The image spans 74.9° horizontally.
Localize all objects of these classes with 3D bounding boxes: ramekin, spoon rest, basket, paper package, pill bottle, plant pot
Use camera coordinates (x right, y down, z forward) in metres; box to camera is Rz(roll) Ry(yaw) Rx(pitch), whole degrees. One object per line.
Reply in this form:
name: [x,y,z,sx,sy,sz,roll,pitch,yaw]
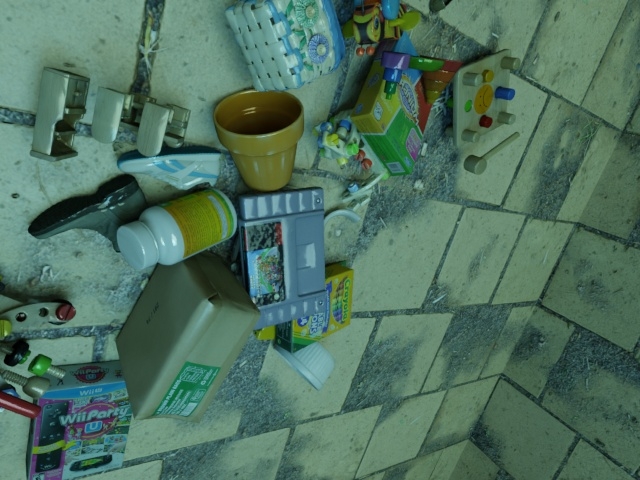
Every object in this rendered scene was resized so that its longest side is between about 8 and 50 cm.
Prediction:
ramekin: [-0.047,0.387,1.387,0.109,0.207,0.207,-47,132,-17]
spoon rest: [0.000,0.000,1.277,0.084,0.137,0.276,46,73,-2]
basket: [-0.048,-0.474,0.931,0.289,0.201,0.255,-57,138,-34]
paper package: [-0.331,0.214,1.018,0.168,0.309,0.325,26,99,-40]
pill bottle: [-0.324,-0.026,0.958,0.245,0.136,0.136,-31,132,-47]
plant pot: [-0.138,-0.230,1.006,0.205,0.205,0.188,-27,142,-21]

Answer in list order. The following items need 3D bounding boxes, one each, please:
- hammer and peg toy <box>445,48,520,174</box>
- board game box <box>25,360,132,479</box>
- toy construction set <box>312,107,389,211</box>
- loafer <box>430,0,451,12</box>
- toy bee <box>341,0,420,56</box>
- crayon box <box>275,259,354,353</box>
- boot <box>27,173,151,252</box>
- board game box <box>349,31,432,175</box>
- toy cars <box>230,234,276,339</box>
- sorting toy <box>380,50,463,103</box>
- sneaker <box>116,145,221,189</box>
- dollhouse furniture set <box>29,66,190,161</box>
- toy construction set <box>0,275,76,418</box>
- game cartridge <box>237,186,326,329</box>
hammer and peg toy: [0.544,-0.427,1.409,0.266,0.127,0.361,-29,127,-22]
board game box: [-0.625,0.471,1.094,0.224,0.097,0.304,4,110,-37]
toy construction set: [0.107,-0.235,1.189,0.215,0.151,0.328,-61,144,-26]
loafer: [0.372,-0.713,1.183,0.056,0.050,0.148,28,96,-41]
toy bee: [0.119,-0.524,1.012,0.298,0.195,0.162,-6,105,-37]
crayon box: [0.003,0.199,1.327,0.323,0.083,0.203,-15,114,-46]
boot: [-0.488,-0.027,0.936,0.246,0.083,0.161,-29,133,-17]
board game box: [0.213,-0.378,1.154,0.242,0.064,0.317,42,60,-41]
toy cars: [-0.183,0.114,1.220,0.176,0.087,0.394,-38,129,-35]
sorting toy: [0.255,-0.417,1.093,0.365,0.127,0.126,-26,133,-49]
sneaker: [-0.340,-0.163,0.958,0.228,0.087,0.092,-7,120,-30]
dollhouse furniture set: [-0.400,-0.212,0.816,0.242,0.212,0.161,16,104,-12]
toy construction set: [-0.651,0.198,0.810,0.257,0.308,0.237,-52,127,-11]
game cartridge: [-0.094,0.047,1.090,0.230,0.068,0.355,-12,110,-31]
